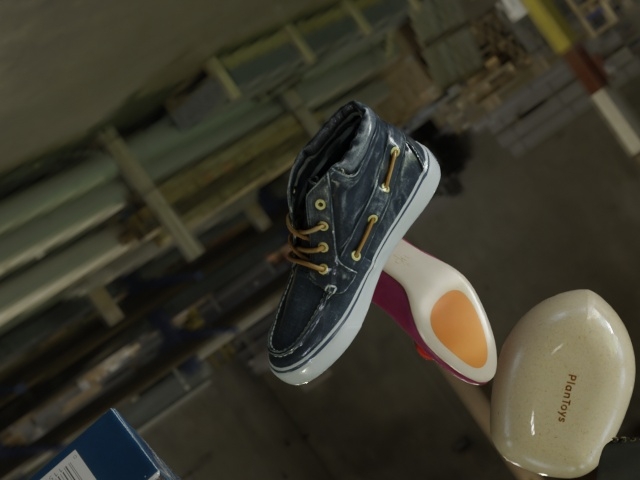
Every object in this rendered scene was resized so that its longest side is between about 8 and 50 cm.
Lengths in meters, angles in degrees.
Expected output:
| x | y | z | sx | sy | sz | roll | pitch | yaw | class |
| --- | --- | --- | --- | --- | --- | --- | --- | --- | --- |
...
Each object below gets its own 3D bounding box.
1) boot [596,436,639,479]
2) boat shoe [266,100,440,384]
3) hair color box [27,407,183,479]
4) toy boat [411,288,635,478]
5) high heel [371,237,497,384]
| x | y | z | sx | sy | sz | roll | pitch | yaw | class |
| --- | --- | --- | --- | --- | --- | --- | --- | --- | --- |
| 0.385 | 0.213 | 1.489 | 0.198 | 0.137 | 0.077 | -64 | 148 | -26 | boot |
| 0.000 | 0.000 | 0.878 | 0.065 | 0.083 | 0.183 | 23 | -99 | 51 | boat shoe |
| -0.128 | 0.317 | 1.122 | 0.174 | 0.347 | 0.105 | -41 | -141 | -8 | hair color box |
| 0.279 | 0.175 | 1.890 | 0.148 | 0.318 | 0.267 | -27 | 137 | -83 | toy boat |
| 0.077 | 0.053 | 1.354 | 0.082 | 0.244 | 0.117 | -44 | -179 | -26 | high heel |
